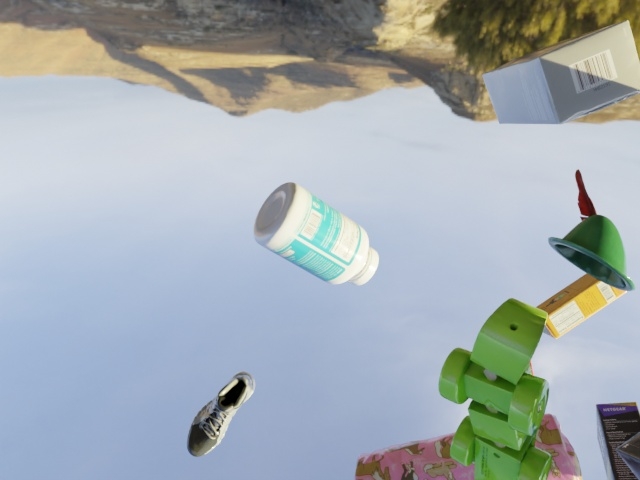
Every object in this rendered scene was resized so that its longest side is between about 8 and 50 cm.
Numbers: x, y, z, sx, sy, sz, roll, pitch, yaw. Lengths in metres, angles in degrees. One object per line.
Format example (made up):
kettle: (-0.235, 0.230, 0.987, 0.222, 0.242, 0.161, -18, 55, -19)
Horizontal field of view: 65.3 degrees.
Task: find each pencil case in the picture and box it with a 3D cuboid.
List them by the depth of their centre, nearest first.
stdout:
pencil case: (0.249, 0.422, 0.881, 0.387, 0.167, 0.160, -17, 175, 12)

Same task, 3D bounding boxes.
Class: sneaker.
sneaker: (-0.244, 0.406, 1.173, 0.086, 0.228, 0.132, 34, 166, 5)

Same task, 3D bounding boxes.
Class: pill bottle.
pill bottle: (0.000, 0.000, 1.059, 0.264, 0.146, 0.146, 32, -172, -29)

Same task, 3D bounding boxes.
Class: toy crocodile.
toy crocodile: (0.232, 0.221, 0.631, 0.115, 0.340, 0.105, 15, -138, 40)

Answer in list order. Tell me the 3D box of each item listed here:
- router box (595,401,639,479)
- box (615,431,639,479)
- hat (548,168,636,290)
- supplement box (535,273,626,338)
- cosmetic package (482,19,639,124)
router box: (0.674, 0.517, 1.089, 0.081, 0.309, 0.242, -12, -127, 22)
box: (0.570, 0.302, 0.677, 0.184, 0.103, 0.261, -32, 170, -3)
hat: (0.579, -0.031, 1.001, 0.209, 0.183, 0.173, 36, -178, 11)
supplement box: (0.693, 0.166, 1.349, 0.234, 0.080, 0.078, -32, -174, 1)
cosmetic package: (0.351, -0.242, 0.755, 0.127, 0.107, 0.238, -22, -170, 7)
